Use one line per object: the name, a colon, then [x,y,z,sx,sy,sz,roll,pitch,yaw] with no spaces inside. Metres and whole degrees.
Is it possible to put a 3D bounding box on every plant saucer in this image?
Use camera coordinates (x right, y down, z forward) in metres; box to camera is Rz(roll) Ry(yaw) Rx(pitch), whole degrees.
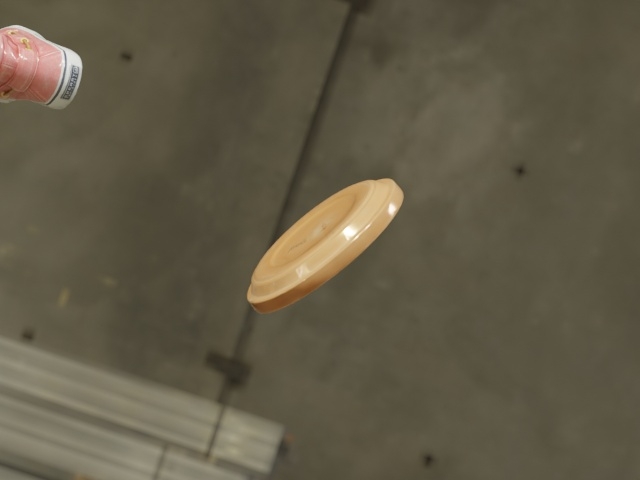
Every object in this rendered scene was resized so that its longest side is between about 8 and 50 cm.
plant saucer: [0.000,0.000,0.859,0.013,0.083,0.083,50,-17,-13]

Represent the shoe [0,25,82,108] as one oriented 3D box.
shoe: [-0.259,-0.144,1.532,0.081,0.064,0.178,17,2,-33]
